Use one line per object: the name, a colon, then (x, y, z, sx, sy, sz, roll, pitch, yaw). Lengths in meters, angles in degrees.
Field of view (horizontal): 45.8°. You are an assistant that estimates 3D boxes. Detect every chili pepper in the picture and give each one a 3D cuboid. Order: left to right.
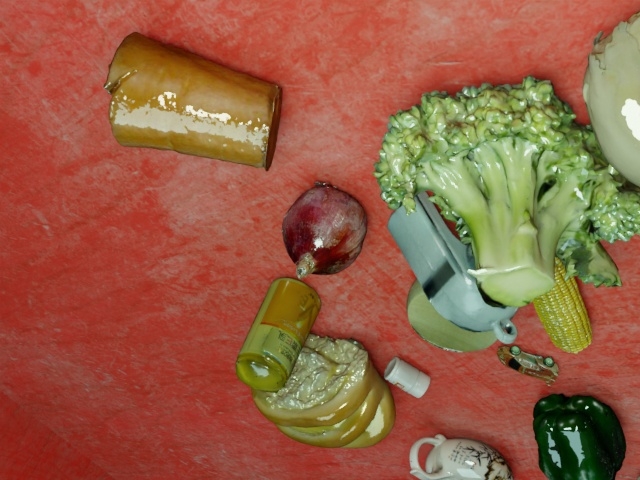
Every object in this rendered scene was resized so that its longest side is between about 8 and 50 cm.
chili pepper: (0.528, 0.428, 1.531, 0.174, 0.165, 0.261, -12, 117, 28)

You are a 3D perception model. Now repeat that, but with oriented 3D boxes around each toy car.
toy car: (0.408, 0.245, 1.498, 0.122, 0.035, 0.059, 18, 144, 8)

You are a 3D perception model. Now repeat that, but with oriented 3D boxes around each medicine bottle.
medicine bottle: (-0.089, 0.198, 1.561, 0.124, 0.239, 0.124, 14, 142, 11)
medicine bottle: (0.190, 0.301, 1.663, 0.089, 0.057, 0.057, 31, 141, -6)

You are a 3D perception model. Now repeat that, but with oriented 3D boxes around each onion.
onion: (0.000, 0.000, 1.327, 0.159, 0.195, 0.159, 10, 130, 12)

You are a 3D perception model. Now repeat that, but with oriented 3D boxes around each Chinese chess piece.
Chinese chess piece: (0.256, 0.127, 1.419, 0.188, 0.083, 0.188, 14, 136, 14)

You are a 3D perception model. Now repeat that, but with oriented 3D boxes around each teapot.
teapot: (0.334, 0.557, 1.800, 0.300, 0.166, 0.208, 26, 154, -15)

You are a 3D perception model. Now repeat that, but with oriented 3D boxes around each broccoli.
broccoli: (0.277, -0.065, 1.057, 0.338, 0.317, 0.277, 8, 144, -45)

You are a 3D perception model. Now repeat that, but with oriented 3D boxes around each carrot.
carrot: (-0.190, -0.221, 1.213, 0.254, 0.196, 0.196, 11, 139, 5)

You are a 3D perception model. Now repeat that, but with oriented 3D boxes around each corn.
corn: (0.405, 0.098, 1.301, 0.081, 0.081, 0.248, -5, 132, 33)

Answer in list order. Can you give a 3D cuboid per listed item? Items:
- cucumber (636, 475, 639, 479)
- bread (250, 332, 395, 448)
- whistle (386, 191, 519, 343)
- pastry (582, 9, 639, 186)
cucumber: (0.728, 0.555, 1.651, 0.064, 0.064, 0.112, -14, 124, 39)
bread: (-0.001, 0.361, 1.706, 0.316, 0.211, 0.270, 6, 138, 35)
whistle: (0.247, 0.049, 1.271, 0.163, 0.289, 0.163, -20, 150, -12)
pastry: (0.439, -0.173, 0.878, 0.265, 0.133, 0.264, 1, 93, 20)
